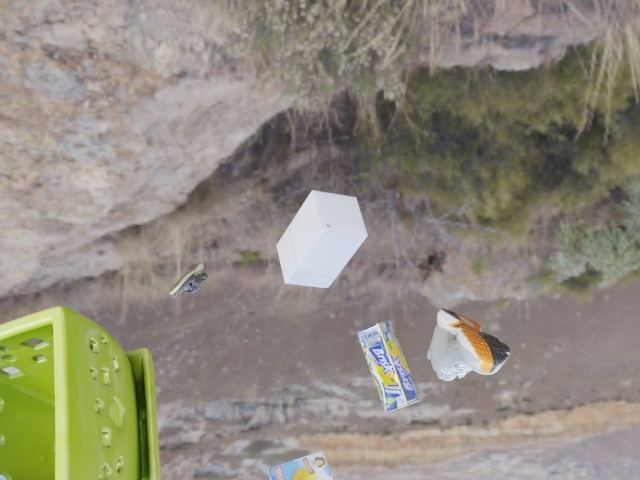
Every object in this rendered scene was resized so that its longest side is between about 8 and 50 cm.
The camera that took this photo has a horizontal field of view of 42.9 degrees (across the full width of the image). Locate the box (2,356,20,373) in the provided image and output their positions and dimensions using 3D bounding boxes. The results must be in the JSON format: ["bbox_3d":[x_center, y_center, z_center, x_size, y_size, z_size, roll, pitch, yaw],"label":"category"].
[{"bbox_3d":[-0.729,0.338,1.936,0.101,0.101,0.087,-19,-151,-16],"label":"box"}]

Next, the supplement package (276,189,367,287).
[{"bbox_3d":[0.000,0.000,1.643,0.105,0.105,0.179,8,139,-27],"label":"supplement package"}]

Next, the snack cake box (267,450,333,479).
[{"bbox_3d":[-0.020,0.669,2.011,0.152,0.264,0.089,-17,135,-9],"label":"snack cake box"}]

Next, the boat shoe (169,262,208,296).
[{"bbox_3d":[-0.309,0.100,1.955,0.056,0.049,0.152,-37,-174,29],"label":"boat shoe"}]

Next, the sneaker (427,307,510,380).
[{"bbox_3d":[0.264,0.216,1.503,0.099,0.121,0.262,22,-174,-7],"label":"sneaker"}]

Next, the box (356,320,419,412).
[{"bbox_3d":[0.133,0.246,1.601,0.054,0.168,0.059,-26,167,30],"label":"box"}]

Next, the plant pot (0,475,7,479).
[{"bbox_3d":[-0.662,0.517,1.774,0.252,0.247,0.247,-8,149,30],"label":"plant pot"}]

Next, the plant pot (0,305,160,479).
[{"bbox_3d":[-0.327,0.233,0.999,0.227,0.228,0.207,-20,154,22],"label":"plant pot"}]
